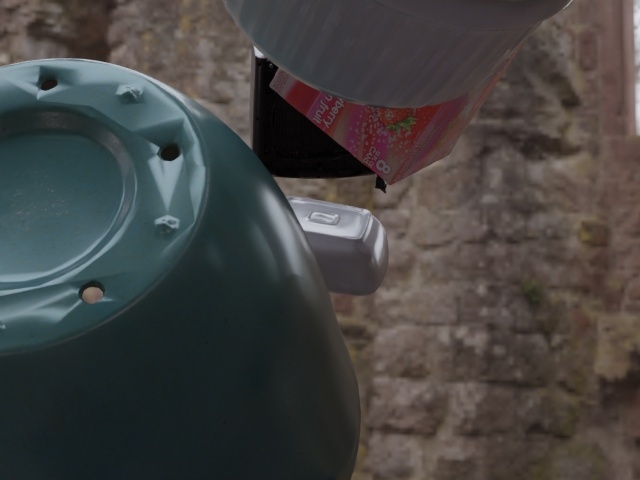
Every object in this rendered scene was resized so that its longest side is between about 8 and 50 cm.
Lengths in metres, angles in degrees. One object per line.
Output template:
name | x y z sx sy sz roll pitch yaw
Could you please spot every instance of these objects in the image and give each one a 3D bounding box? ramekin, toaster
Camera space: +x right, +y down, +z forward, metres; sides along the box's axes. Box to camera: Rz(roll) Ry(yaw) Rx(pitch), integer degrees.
ramekin | 0.036 -0.167 0.657 0.207 0.207 0.109 5 -36 -23
toaster | -0.002 -0.161 1.484 0.168 0.186 0.110 -1 30 -7

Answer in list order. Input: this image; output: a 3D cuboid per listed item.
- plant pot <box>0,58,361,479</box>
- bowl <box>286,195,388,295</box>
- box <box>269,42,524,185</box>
plant pot | -0.130 0.044 0.662 0.293 0.293 0.235 0 -37 7
bowl | 0.000 0.000 1.218 0.142 0.053 0.142 12 22 6
box | 0.108 -0.216 1.056 0.300 0.154 0.142 -56 -13 31
